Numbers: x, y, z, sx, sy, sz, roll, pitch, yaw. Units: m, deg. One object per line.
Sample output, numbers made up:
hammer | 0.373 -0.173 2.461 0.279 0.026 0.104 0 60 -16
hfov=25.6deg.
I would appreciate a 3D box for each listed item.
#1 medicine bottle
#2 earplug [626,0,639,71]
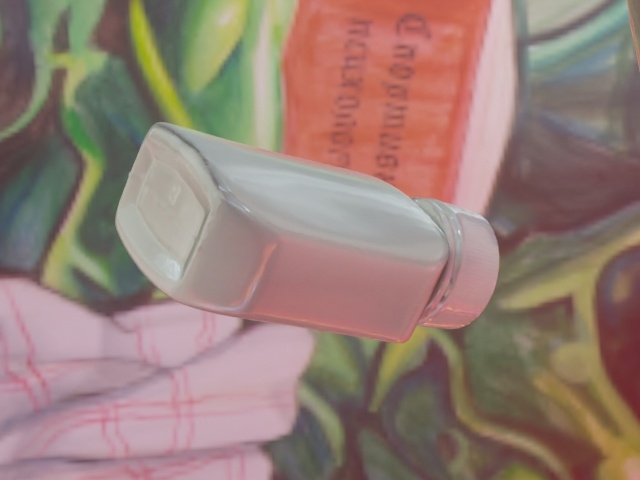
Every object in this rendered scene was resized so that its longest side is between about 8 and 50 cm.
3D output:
medicine bottle | 0.000 0.000 0.688 0.119 0.183 0.069 42 -65 50
earplug | 0.402 -0.086 1.032 0.312 0.313 0.394 -94 168 -56
